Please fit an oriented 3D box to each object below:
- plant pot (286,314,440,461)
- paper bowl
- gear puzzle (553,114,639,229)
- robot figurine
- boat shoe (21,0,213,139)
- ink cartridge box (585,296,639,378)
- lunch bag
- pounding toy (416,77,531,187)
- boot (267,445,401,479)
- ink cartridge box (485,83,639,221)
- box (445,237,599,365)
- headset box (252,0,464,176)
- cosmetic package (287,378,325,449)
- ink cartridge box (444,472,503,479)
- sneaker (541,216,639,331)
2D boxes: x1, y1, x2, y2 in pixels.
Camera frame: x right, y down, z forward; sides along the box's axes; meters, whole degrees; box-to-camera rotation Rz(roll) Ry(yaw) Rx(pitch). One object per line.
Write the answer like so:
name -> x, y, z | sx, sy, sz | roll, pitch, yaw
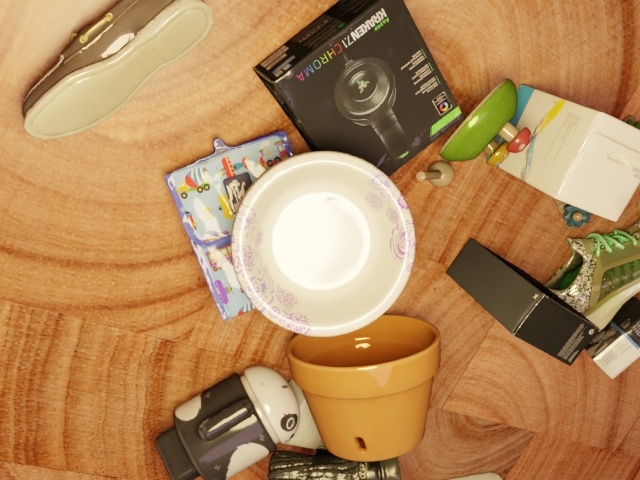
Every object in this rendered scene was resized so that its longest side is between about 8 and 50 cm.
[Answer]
plant pot -> 0.089, 0.281, 1.278 | 0.290, 0.291, 0.204 | -9, 101, -17
paper bowl -> 0.000, 0.000, 1.071 | 0.284, 0.148, 0.284 | -1, 96, -5
gear puzzle -> 0.657, -0.164, 1.454 | 0.339, 0.044, 0.175 | -37, 121, -2
robot figurine -> -0.174, 0.365, 1.306 | 0.278, 0.209, 0.174 | -29, 109, -9
boat shoe -> -0.314, -0.276, 0.996 | 0.324, 0.097, 0.116 | -37, 162, 2
ink cartridge box -> 0.673, 0.203, 1.520 | 0.165, 0.332, 0.065 | -45, 82, 11
lunch bag -> -0.127, -0.044, 1.179 | 0.220, 0.138, 0.293 | -22, 108, -8
pounding toy -> 0.299, -0.170, 1.220 | 0.110, 0.183, 0.237 | 43, 105, 6
boot -> 0.035, 0.496, 1.371 | 0.260, 0.131, 0.348 | -10, 148, 3
ink cartridge box -> 0.471, -0.170, 1.269 | 0.171, 0.233, 0.168 | 15, 108, -26
box -> 0.403, 0.119, 1.363 | 0.184, 0.261, 0.103 | 31, 100, -29
headset box -> 0.072, -0.243, 1.140 | 0.246, 0.131, 0.283 | -37, 122, -1
cosmetic package -> 0.022, 0.388, 1.450 | 0.231, 0.085, 0.117 | 21, 105, -30
ink cartridge box -> 0.346, 0.821, 1.734 | 0.279, 0.160, 0.385 | -3, 115, -20
sneaker -> 0.640, 0.039, 1.498 | 0.410, 0.158, 0.182 | -46, 107, -1
